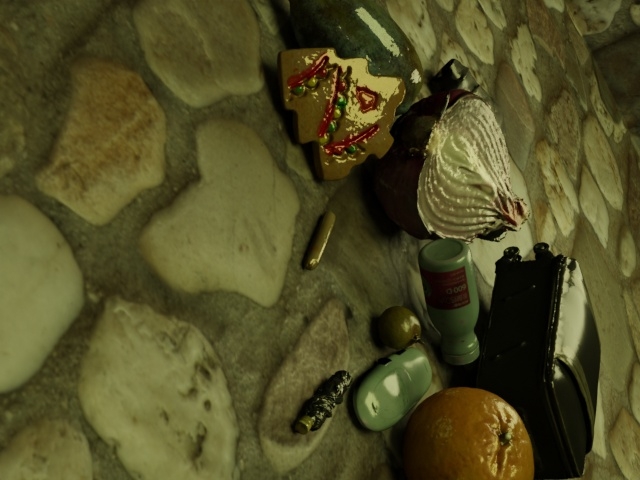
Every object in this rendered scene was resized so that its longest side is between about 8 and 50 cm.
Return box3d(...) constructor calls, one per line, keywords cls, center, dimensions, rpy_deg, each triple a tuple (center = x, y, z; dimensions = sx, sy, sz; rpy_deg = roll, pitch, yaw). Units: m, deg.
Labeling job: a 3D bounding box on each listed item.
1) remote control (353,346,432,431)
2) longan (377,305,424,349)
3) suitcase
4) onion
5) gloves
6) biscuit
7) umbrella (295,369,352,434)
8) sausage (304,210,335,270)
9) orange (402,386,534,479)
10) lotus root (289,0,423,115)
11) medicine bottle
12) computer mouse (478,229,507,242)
box3d(cls="remote control", center=(0.119, 0.227, 1.634), dimensions=(0.256, 0.045, 0.097), rpy_deg=(-27, 96, -62))
box3d(cls="longan", center=(0.130, 0.143, 1.667), dimensions=(0.075, 0.083, 0.075), rpy_deg=(-38, 145, -33))
box3d(cls="suitcase", center=(0.408, 0.228, 1.938), dimensions=(0.434, 0.194, 0.283), rpy_deg=(-65, 141, -49))
box3d(cls="onion", center=(0.225, -0.109, 1.869), dimensions=(0.349, 0.159, 0.267), rpy_deg=(39, 75, -43))
box3d(cls="gloves", center=(0.320, -0.244, 2.195), dimensions=(0.142, 0.119, 0.285), rpy_deg=(-44, 117, -24))
box3d(cls="biscuit", center=(0.023, -0.217, 1.653), dimensions=(0.239, 0.041, 0.212), rpy_deg=(41, 82, -22))
box3d(cls="umbrella", center=(0.005, 0.226, 1.459), dimensions=(0.144, 0.040, 0.037), rpy_deg=(-43, 118, -56))
box3d(cls="sausage", center=(0.000, 0.000, 1.597), dimensions=(0.024, 0.024, 0.132), rpy_deg=(54, 33, -25))
box3d(cls="orange", center=(0.230, 0.335, 1.617), dimensions=(0.219, 0.193, 0.219), rpy_deg=(8, 78, -43))
box3d(cls="lotus root", center=(0.042, -0.332, 1.733), dimensions=(0.322, 0.158, 0.140), rpy_deg=(45, 20, -25))
box3d(cls="medicine bottle", center=(0.225, 0.107, 1.785), dimensions=(0.090, 0.090, 0.216), rpy_deg=(-59, 143, -53))
box3d(cls="computer mouse", center=(0.260, -0.116, 2.032), dimensions=(0.295, 0.087, 0.168), rpy_deg=(43, 45, -17))
